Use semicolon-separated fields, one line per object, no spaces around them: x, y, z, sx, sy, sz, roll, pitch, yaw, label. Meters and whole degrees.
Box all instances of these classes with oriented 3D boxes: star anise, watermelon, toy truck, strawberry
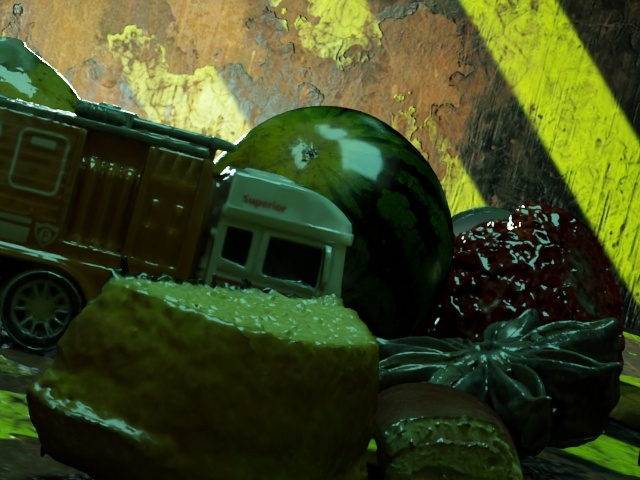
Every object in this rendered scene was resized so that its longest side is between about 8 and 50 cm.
0.143;0.130;1.360;0.223;0.109;0.236;-8;13;12;star anise
-0.001;-0.005;1.634;0.269;0.269;0.269;14;3;-1;watermelon
-0.162;-0.004;1.377;0.388;0.206;0.173;14;3;-7;toy truck
0.211;0.065;1.765;0.274;0.220;0.274;18;1;0;strawberry

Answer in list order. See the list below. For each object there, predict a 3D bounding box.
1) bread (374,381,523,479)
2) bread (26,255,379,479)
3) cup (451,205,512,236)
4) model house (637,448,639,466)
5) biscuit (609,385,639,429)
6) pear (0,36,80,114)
0.090;0.144;1.174;0.119;0.067;0.192;14;3;-4;bread
-0.036;0.097;0.950;0.134;0.129;0.260;25;10;33;bread
0.268;0.084;2.155;0.203;0.203;0.288;13;10;-22;cup
0.406;0.179;1.418;0.172;0.166;0.183;30;-20;-30;model house
0.436;0.209;1.888;0.262;0.037;0.262;15;3;-1;biscuit
-0.375;-0.089;1.832;0.271;0.271;0.271;14;3;-1;pear
